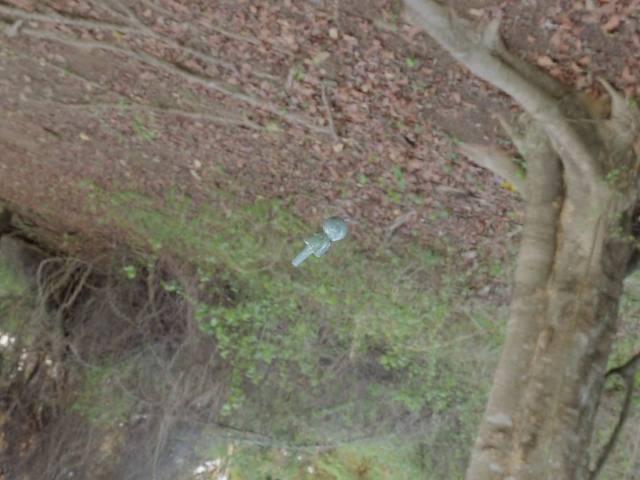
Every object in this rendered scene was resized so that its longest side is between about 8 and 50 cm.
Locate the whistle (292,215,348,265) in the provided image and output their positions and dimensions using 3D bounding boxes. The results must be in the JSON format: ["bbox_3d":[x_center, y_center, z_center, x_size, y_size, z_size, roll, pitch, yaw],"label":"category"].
[{"bbox_3d":[0.000,0.000,0.931,0.035,0.100,0.035,49,-174,-7],"label":"whistle"}]
